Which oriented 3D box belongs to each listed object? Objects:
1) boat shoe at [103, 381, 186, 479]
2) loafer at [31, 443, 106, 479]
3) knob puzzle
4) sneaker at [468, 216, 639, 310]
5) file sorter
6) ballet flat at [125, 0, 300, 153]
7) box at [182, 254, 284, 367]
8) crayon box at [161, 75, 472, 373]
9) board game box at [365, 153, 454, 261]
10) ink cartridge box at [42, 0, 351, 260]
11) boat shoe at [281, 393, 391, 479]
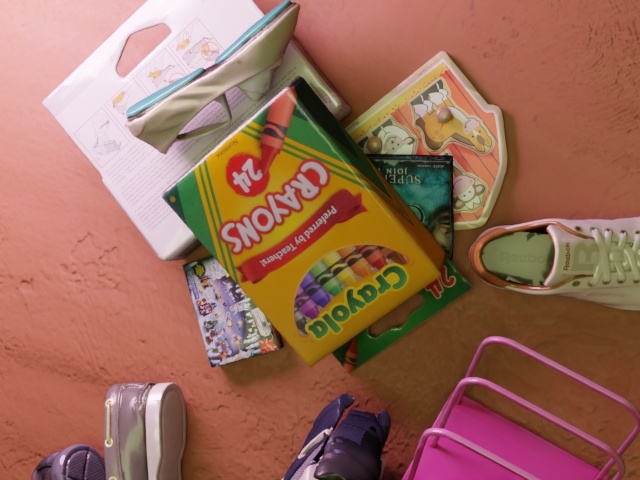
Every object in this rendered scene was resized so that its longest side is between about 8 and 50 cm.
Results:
[{"bbox_3d":[-0.229,0.330,1.269,0.091,0.109,0.305,1,86,16],"label":"boat shoe"},{"bbox_3d":[-0.299,0.418,1.304,0.095,0.109,0.302,-22,80,35],"label":"loafer"},{"bbox_3d":[0.133,-0.096,1.188,0.213,0.030,0.213,1,92,15],"label":"knob puzzle"},{"bbox_3d":[0.306,0.027,1.098,0.290,0.123,0.105,-2,90,14],"label":"sneaker"},{"bbox_3d":[0.180,0.273,1.032,0.202,0.290,0.182,28,144,13],"label":"file sorter"},{"bbox_3d":[-0.110,-0.181,1.169,0.248,0.086,0.086,-31,84,15],"label":"ballet flat"},{"bbox_3d":[-0.110,0.082,1.264,0.094,0.027,0.137,-18,87,15],"label":"box"},{"bbox_3d":[0.000,0.000,1.156,0.202,0.081,0.318,-38,98,21],"label":"crayon box"},{"bbox_3d":[0.063,-0.040,1.189,0.186,0.026,0.126,3,112,16],"label":"board game box"},{"bbox_3d":[-0.155,-0.165,1.247,0.296,0.066,0.261,-40,82,13],"label":"ink cartridge box"},{"bbox_3d":[-0.005,0.334,1.208,0.127,0.158,0.340,27,127,-3],"label":"boat shoe"}]
